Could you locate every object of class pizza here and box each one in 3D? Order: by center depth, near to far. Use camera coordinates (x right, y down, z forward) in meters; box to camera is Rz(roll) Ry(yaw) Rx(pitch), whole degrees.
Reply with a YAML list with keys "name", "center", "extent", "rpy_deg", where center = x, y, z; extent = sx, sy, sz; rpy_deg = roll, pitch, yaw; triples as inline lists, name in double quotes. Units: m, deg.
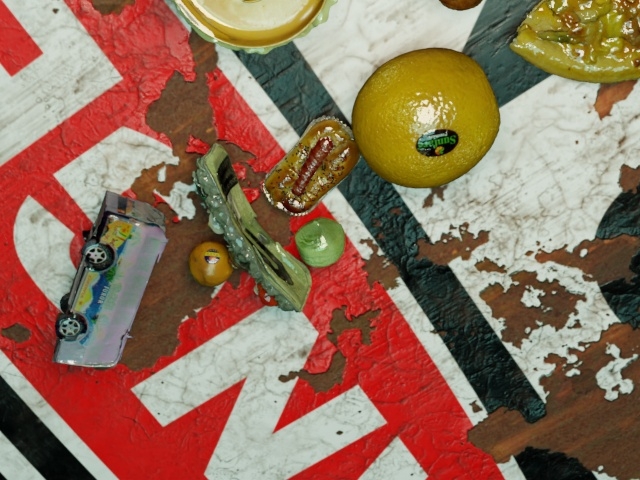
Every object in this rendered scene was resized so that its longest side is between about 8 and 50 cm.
- name: "pizza"
  center: [0.478, -0.329, 1.572]
  extent: [0.268, 0.087, 0.258]
  rpy_deg: [35, 112, -15]

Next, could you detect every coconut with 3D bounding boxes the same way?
- name: "coconut"
  center: [0.000, 0.000, 1.714]
  extent: [0.088, 0.087, 0.096]
  rpy_deg: [-7, 132, 4]

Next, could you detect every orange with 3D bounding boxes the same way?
- name: "orange"
  center: [0.163, -0.191, 1.562]
  extent: [0.237, 0.236, 0.236]
  rpy_deg: [1, 112, 1]
- name: "orange"
  center: [-0.191, 0.041, 1.739]
  extent: [0.084, 0.083, 0.083]
  rpy_deg: [1, 112, 1]

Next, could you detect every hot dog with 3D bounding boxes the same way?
- name: "hot dog"
  center: [-0.012, -0.123, 1.680]
  extent: [0.108, 0.059, 0.191]
  rpy_deg: [40, 110, -9]

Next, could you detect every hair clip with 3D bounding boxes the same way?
- name: "hair clip"
  center: [-0.132, -0.006, 1.693]
  extent: [0.091, 0.138, 0.321]
  rpy_deg: [-25, 109, 22]

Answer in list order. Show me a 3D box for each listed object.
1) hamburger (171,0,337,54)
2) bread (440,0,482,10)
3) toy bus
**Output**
- name: "hamburger"
  center: [-0.096, -0.422, 1.474]
  extent: [0.275, 0.212, 0.274]
  rpy_deg: [1, 116, 2]
- name: "bread"
  center: [0.199, -0.461, 1.495]
  extent: [0.247, 0.135, 0.232]
  rpy_deg: [38, 121, -15]
- name: "toy bus"
  center: [-0.374, 0.078, 1.748]
  extent: [0.138, 0.112, 0.316]
  rpy_deg: [16, 113, -16]
